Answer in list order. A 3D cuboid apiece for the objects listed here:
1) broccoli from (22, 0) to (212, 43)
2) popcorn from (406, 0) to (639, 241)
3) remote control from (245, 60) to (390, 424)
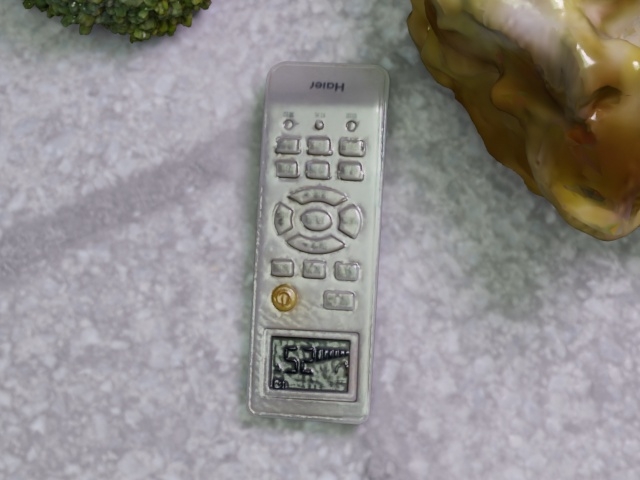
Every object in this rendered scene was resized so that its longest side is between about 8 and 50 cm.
[{"bbox_3d":[-0.193,-0.281,1.223,0.242,0.273,0.180,29,130,-5],"label":"broccoli"},{"bbox_3d":[0.252,-0.209,1.089,0.344,0.354,0.390,34,103,39],"label":"popcorn"},{"bbox_3d":[0.000,0.000,1.215,0.109,0.055,0.313,3,88,8],"label":"remote control"}]
